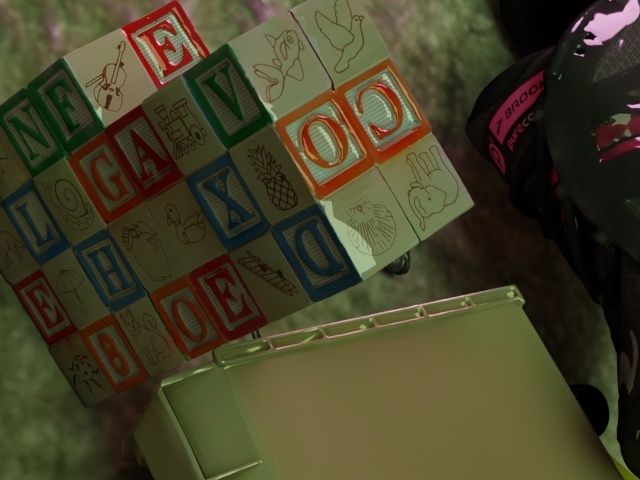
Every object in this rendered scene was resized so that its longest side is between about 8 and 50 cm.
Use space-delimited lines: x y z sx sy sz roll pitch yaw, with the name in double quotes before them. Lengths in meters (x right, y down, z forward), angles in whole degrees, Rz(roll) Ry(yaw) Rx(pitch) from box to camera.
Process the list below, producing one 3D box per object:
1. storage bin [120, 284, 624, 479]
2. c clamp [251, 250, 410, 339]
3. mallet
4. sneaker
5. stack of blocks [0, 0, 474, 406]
"storage bin" 0.052 0.182 1.093 0.260 0.123 0.262 -10 60 -33
"c clamp" 0.000 0.000 1.242 0.160 0.022 0.137 -15 77 -35
"mallet" 0.201 0.164 1.313 0.190 0.062 0.039 48 54 -29
"sneaker" 0.189 -0.023 1.245 0.202 0.185 0.483 17 36 -13
"stack of blocks" -0.073 -0.032 1.028 0.087 0.297 0.171 -33 94 -37
